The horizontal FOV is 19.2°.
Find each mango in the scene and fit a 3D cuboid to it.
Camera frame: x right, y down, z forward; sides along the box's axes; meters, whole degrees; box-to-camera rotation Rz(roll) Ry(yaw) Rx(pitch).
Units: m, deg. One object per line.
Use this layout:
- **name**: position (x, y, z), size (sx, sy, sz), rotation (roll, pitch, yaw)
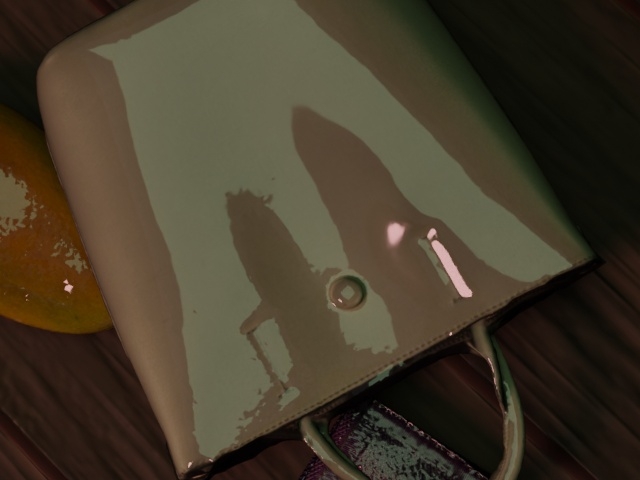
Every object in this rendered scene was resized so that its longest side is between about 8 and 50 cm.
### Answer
- **mango**: position (-0.174, -0.014, 1.032), size (0.187, 0.066, 0.101), rotation (40, 88, 7)

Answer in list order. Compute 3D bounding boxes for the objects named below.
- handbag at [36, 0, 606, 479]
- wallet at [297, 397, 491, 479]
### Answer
- **handbag**: position (0.000, 0.000, 0.960), size (0.241, 0.109, 0.315), rotation (-29, 70, 5)
- **wallet**: position (0.018, 0.172, 0.972), size (0.111, 0.030, 0.166), rotation (33, 85, 16)
